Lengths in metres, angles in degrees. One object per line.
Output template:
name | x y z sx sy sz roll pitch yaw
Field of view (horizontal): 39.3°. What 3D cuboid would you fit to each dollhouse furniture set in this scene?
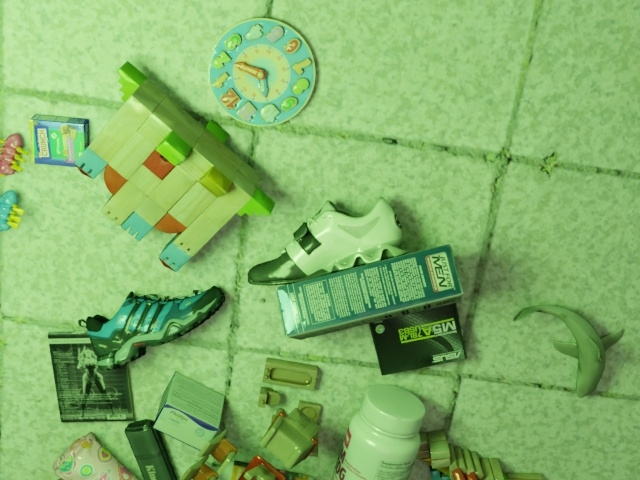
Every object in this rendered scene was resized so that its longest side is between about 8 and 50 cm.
dollhouse furniture set | -0.112 0.483 1.855 0.262 0.135 0.259 38 107 9
dollhouse furniture set | -0.062 0.357 1.924 0.144 0.123 0.151 10 111 -4

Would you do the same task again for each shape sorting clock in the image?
shape sorting clock | -0.112 -0.318 1.706 0.206 0.040 0.206 0 112 0

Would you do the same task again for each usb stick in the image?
usb stick | -0.369 0.527 2.033 0.077 0.045 0.278 -12 111 9

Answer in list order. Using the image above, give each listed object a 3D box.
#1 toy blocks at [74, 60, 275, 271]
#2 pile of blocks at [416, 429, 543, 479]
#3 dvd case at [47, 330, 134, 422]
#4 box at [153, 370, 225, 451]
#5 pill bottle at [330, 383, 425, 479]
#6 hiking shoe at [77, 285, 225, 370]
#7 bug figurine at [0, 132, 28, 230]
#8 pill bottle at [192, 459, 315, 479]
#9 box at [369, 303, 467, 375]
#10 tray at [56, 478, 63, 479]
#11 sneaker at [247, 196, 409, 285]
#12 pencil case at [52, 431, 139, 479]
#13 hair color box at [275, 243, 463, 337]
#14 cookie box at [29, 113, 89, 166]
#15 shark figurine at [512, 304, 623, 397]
toy blocks | -0.313 -0.115 1.732 0.381 0.191 0.261 41 117 -15
pile of blocks | 0.347 0.555 2.005 0.362 0.113 0.149 26 109 -9
dvd case | -0.501 0.299 1.960 0.164 0.018 0.221 -1 112 1
box | -0.281 0.366 1.921 0.126 0.137 0.072 28 109 -10
pill bottle | 0.123 0.467 1.946 0.160 0.160 0.283 14 110 -5
hiking shoe | -0.348 0.155 1.855 0.304 0.113 0.132 -27 88 -1
bug figurine | -0.690 -0.142 1.762 0.279 0.072 0.216 28 103 -5
pill bottle | -0.157 0.580 1.991 0.278 0.162 0.162 12 111 -5
box | 0.201 0.183 1.897 0.190 0.045 0.184 -12 107 6
tray | -0.537 0.746 2.106 0.203 0.076 0.411 -29 109 11
sneaker | 0.000 0.000 1.803 0.330 0.122 0.146 -16 92 8
pencil case | -0.462 0.561 1.988 0.124 0.124 0.284 -40 96 14
hair color box | 0.100 0.106 1.771 0.347 0.174 0.105 -14 81 5
cookie box | -0.512 -0.195 1.756 0.107 0.040 0.092 5 112 -1
shark figurine | 0.539 0.208 1.872 0.166 0.116 0.278 -39 108 13
